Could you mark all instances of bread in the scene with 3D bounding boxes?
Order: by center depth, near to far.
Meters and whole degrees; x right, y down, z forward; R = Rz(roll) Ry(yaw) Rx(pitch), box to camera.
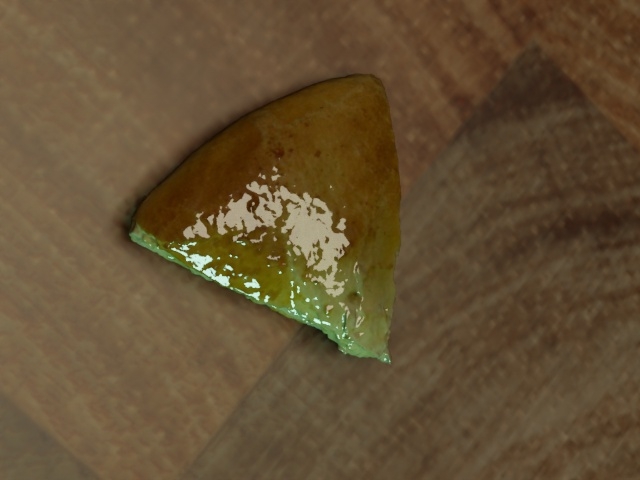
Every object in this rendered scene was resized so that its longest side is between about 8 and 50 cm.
[{"bbox_3d":[-0.001,-0.025,0.847,0.154,0.054,0.136,31,75,-23],"label":"bread"}]
